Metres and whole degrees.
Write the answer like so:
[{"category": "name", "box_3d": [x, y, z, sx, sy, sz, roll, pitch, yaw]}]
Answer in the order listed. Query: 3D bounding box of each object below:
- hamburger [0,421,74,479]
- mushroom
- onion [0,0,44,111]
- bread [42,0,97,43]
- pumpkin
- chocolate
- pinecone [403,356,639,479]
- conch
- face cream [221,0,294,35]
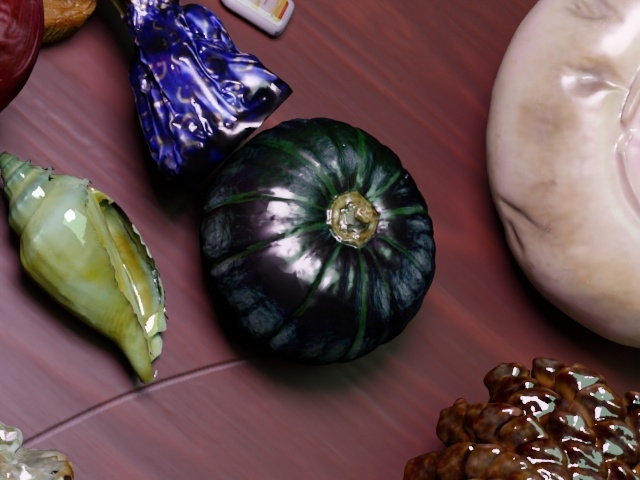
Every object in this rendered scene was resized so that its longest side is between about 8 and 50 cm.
[{"category": "hamburger", "box_3d": [-0.269, 0.237, 1.092, 0.167, 0.192, 0.288, 16, 91, -13]}, {"category": "mushroom", "box_3d": [0.334, -0.082, 1.402, 0.325, 0.353, 0.353, 13, 65, -42]}, {"category": "onion", "box_3d": [-0.330, -0.193, 1.198, 0.221, 0.281, 0.281, 25, 52, -66]}, {"category": "bread", "box_3d": [-0.223, -0.199, 1.336, 0.085, 0.053, 0.085, 9, 73, -31]}, {"category": "pumpkin", "box_3d": [0.000, 0.000, 1.321, 0.202, 0.140, 0.202, 8, 72, -24]}, {"category": "chocolate", "box_3d": [-0.151, -0.210, 1.294, 0.148, 0.126, 0.343, -34, 92, 4]}, {"category": "pinecone", "box_3d": [0.173, 0.204, 1.298, 0.229, 0.201, 0.202, -31, 112, 2]}, {"category": "conch", "box_3d": [-0.178, 0.009, 1.272, 0.201, 0.079, 0.095, 51, 44, -20]}, {"category": "face cream", "box_3d": [-0.064, -0.211, 1.435, 0.083, 0.021, 0.040, 30, 61, -12]}]
